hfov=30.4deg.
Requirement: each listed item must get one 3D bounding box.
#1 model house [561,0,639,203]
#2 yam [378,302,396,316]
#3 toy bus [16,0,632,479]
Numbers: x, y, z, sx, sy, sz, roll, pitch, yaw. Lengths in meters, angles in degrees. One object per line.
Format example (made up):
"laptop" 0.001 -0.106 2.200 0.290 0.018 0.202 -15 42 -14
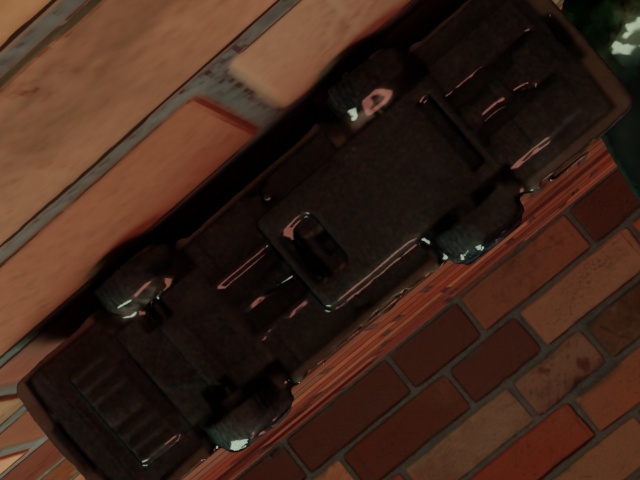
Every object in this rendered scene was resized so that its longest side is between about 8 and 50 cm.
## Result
"model house" 0.233 -0.066 0.425 0.243 0.298 0.284 -35 169 13
"yam" 0.053 0.012 0.853 0.057 0.056 0.241 -36 171 -16
"toy bus" 0.000 0.000 0.502 0.268 0.092 0.106 -40 -179 7
